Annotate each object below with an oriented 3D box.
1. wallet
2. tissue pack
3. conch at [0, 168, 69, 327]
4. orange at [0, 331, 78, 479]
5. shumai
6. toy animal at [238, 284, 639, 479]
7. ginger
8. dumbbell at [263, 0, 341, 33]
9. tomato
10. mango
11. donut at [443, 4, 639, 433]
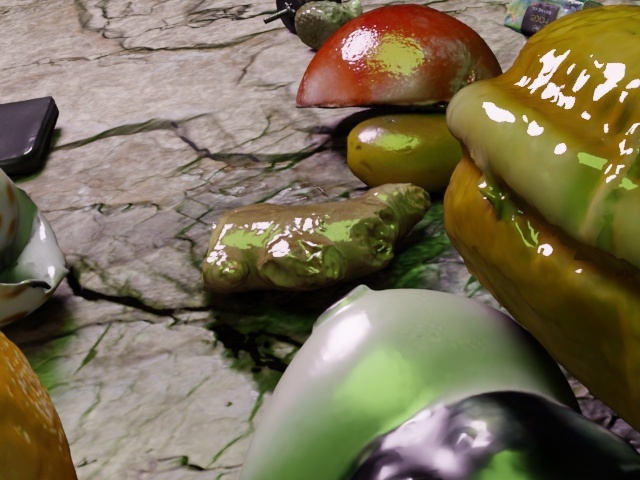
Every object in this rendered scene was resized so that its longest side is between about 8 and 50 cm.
[{"bbox_3d":[-0.439,-0.108,1.340,0.250,0.044,0.149,-9,36,5],"label":"wallet"},{"bbox_3d":[0.278,-0.242,1.298,0.085,0.079,0.111,6,16,-39],"label":"tissue pack"},{"bbox_3d":[-0.341,-0.003,1.028,0.149,0.183,0.275,-43,26,13],"label":"conch"},{"bbox_3d":[-0.297,0.157,0.602,0.341,0.293,0.340,-7,25,3],"label":"orange"},{"bbox_3d":[0.017,-0.286,1.444,0.082,0.083,0.080,34,66,3],"label":"shumai"},{"bbox_3d":[0.065,0.154,0.596,0.213,0.212,0.266,-18,29,-11],"label":"toy animal"},{"bbox_3d":[-0.001,0.003,0.988,0.213,0.074,0.137,-7,30,-4],"label":"ginger"},{"bbox_3d":[-0.016,-0.320,1.521,0.147,0.069,0.069,-28,35,-26],"label":"dumbbell"},{"bbox_3d":[0.078,-0.189,1.173,0.228,0.112,0.199,0,8,25],"label":"tomato"},{"bbox_3d":[0.106,-0.088,1.096,0.161,0.076,0.103,-7,26,1],"label":"mango"},{"bbox_3d":[0.269,0.024,0.619,0.449,0.198,0.449,28,11,-6],"label":"donut"}]
